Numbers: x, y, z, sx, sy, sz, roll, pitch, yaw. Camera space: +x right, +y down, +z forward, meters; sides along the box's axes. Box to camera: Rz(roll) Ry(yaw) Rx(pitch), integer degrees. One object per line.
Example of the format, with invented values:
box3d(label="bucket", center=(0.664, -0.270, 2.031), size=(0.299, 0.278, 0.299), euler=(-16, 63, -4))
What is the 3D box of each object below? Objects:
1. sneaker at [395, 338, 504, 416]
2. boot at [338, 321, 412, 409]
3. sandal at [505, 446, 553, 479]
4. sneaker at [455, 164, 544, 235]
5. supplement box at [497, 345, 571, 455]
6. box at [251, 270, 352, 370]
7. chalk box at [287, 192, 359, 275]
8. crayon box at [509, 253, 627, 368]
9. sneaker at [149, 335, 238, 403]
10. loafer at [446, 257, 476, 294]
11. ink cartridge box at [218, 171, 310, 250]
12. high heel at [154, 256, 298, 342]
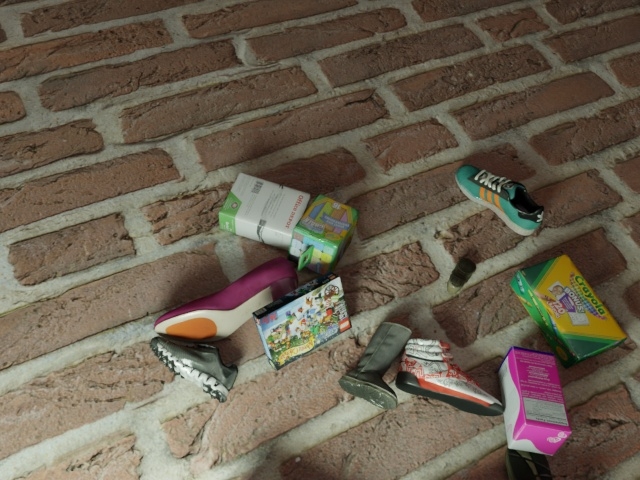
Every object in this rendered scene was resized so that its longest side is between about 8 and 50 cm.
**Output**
box3d(label="sneaker", center=(0.329, 0.330, 1.447), size=(0.270, 0.090, 0.145), euler=(16, 59, 7))
box3d(label="boot", center=(0.163, 0.298, 1.426), size=(0.189, 0.076, 0.208), euler=(14, 44, 45))
box3d(label="sandal", center=(0.475, 0.599, 1.297), size=(0.120, 0.086, 0.303), euler=(7, 41, 4))
box3d(label="sneaker", center=(0.549, -0.151, 1.774), size=(0.302, 0.121, 0.108), euler=(41, 61, 19))
box3d(label="supplement box", center=(0.504, 0.380, 1.395), size=(0.113, 0.111, 0.220), euler=(11, 43, 0))
box3d(label="box", center=(-0.040, 0.198, 1.449), size=(0.233, 0.159, 0.044), euler=(-27, 28, -22))
box3d(label="chalk box", center=(0.000, 0.000, 1.578), size=(0.132, 0.132, 0.213), euler=(24, 47, 9))
box3d(label="crayon box", center=(0.667, 0.188, 1.588), size=(0.165, 0.081, 0.279), euler=(-17, 60, -17))
box3d(label="sneaker", center=(-0.298, 0.287, 1.409), size=(0.234, 0.078, 0.106), euler=(31, 55, 9))
box3d(label="loafer", center=(0.388, 0.100, 1.634), size=(0.056, 0.050, 0.148), euler=(39, 45, 14))
box3d(label="ink cartridge box", center=(-0.156, -0.081, 1.657), size=(0.219, 0.093, 0.160), euler=(19, 57, 5))
box3d(label="high heel", center=(-0.239, 0.146, 1.502), size=(0.377, 0.127, 0.181), euler=(-8, 43, -15))
